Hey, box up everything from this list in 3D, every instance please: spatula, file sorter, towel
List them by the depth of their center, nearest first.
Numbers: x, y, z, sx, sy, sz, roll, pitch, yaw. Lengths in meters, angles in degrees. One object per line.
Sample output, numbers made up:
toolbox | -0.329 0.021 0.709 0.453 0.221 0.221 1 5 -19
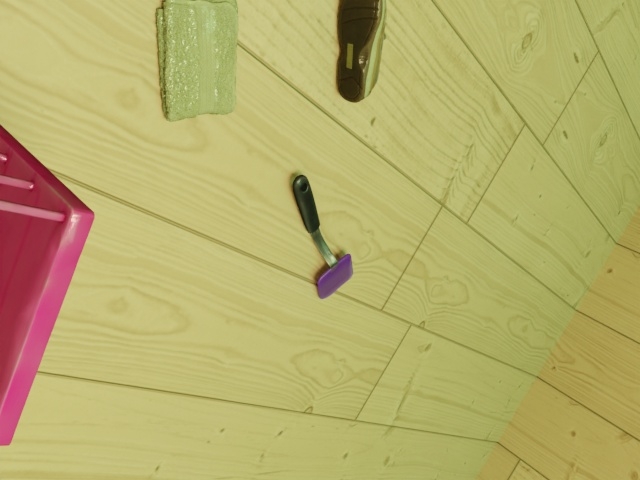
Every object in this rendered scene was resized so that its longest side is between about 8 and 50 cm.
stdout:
file sorter | -0.353 -0.001 0.532 0.182 0.290 0.202 14 104 -46
towel | -0.147 -0.221 0.806 0.110 0.027 0.148 -18 126 -37
spatula | 0.000 0.000 1.099 0.084 0.030 0.296 -40 138 -17

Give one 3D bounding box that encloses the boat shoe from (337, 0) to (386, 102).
boat shoe | 0.066 -0.299 0.958 0.072 0.068 0.190 -36 147 -42
